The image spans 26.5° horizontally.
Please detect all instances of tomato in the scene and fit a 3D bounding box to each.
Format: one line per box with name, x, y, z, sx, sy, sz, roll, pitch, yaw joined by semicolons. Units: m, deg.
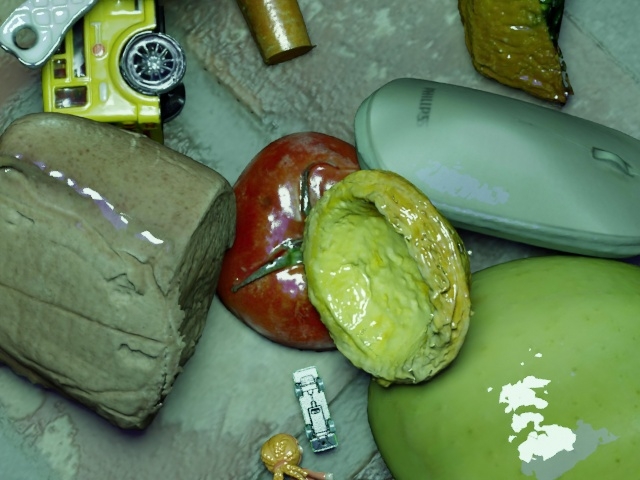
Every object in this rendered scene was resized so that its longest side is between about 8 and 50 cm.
tomato;0.000;-0.003;1.364;0.228;0.101;0.228;1;83;-4

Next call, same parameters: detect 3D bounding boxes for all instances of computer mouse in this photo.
computer mouse;0.194;-0.081;1.348;0.331;0.095;0.197;12;44;-3

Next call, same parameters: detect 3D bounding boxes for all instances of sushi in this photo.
sushi;0.205;-0.286;1.387;0.140;0.149;0.287;-10;76;-7

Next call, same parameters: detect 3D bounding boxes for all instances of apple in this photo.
apple;0.246;0.184;1.324;0.360;0.311;0.320;-26;119;-1

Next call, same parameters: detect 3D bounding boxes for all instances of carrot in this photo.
carrot;-0.074;-0.295;1.421;0.067;0.067;0.225;-23;85;-5

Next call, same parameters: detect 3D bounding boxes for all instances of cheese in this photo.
cheese;-0.194;-0.279;1.262;0.163;0.082;0.286;42;79;0

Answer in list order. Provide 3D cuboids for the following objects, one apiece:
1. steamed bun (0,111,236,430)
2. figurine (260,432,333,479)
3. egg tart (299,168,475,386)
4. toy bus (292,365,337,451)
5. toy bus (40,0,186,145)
steamed bun;-0.200;0.008;1.280;0.251;0.301;0.199;27;45;8
figurine;-0.018;0.241;1.354;0.064;0.047;0.109;-35;90;17
egg tart;0.069;0.032;1.243;0.090;0.212;0.212;-15;81;-35
toy bus;-0.006;0.169;1.368;0.031;0.037;0.083;-15;81;-3
toy bus;-0.215;-0.264;1.371;0.151;0.145;0.331;-4;82;-4
